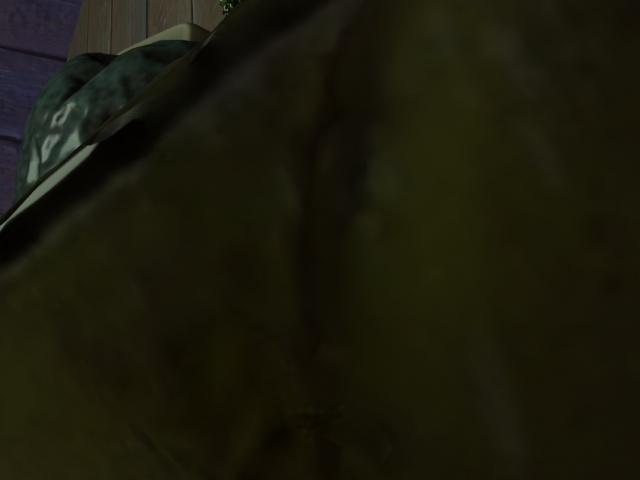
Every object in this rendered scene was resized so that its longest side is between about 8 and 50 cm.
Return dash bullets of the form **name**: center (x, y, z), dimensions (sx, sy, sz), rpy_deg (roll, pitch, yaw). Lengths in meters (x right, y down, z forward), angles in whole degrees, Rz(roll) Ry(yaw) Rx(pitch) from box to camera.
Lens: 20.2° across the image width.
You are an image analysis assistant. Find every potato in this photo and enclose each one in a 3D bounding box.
- **potato**: center (0.066, 0.043, 0.654), dimensions (0.385, 0.319, 0.442), rpy_deg (-39, 7, -2)

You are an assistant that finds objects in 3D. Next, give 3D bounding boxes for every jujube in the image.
- **jujube**: center (-0.148, -0.017, 1.571), dimensions (0.246, 0.215, 0.308), rpy_deg (1, -94, -68)

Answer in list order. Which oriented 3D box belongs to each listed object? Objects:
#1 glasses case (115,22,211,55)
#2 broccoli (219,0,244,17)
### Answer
- **glasses case**: center (-0.166, -0.052, 1.847), dimensions (0.144, 0.076, 0.336), rpy_deg (-19, 57, 39)
- **broccoli**: center (-0.054, -0.234, 1.703), dimensions (0.092, 0.097, 0.095), rpy_deg (-41, 24, -27)
